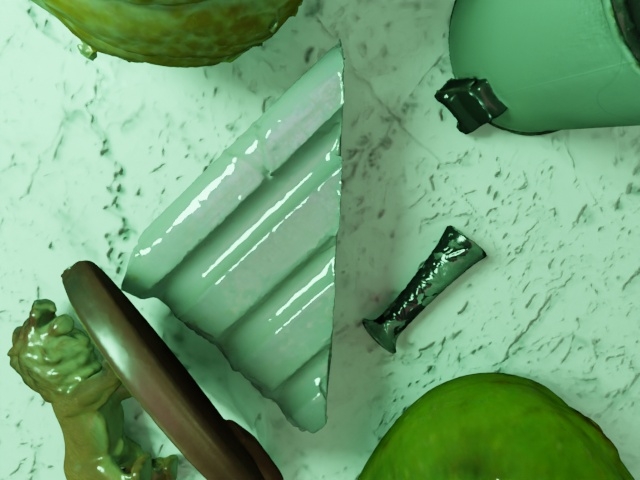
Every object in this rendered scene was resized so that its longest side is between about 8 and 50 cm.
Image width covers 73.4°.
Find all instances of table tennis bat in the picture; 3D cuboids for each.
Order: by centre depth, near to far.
[{"bbox_3d":[-0.128,0.181,0.457,0.051,0.268,0.414,-38,133,-21],"label":"table tennis bat"}]

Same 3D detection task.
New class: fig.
[{"bbox_3d":[0.174,0.299,0.489,0.326,0.258,0.258,-34,102,18],"label":"fig"}]

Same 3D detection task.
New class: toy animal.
[{"bbox_3d":[-0.282,0.216,0.536,0.157,0.097,0.312,-5,105,9],"label":"toy animal"}]

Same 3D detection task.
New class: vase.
[{"bbox_3d":[0.125,0.061,0.528,0.059,0.059,0.167,39,98,-10],"label":"vase"}]

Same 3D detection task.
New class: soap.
[{"bbox_3d":[0.000,0.000,0.455,0.302,0.159,0.258,-43,97,9],"label":"soap"}]

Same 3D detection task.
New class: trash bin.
[{"bbox_3d":[0.259,-0.206,0.369,0.277,0.262,0.217,-43,101,7],"label":"trash bin"}]

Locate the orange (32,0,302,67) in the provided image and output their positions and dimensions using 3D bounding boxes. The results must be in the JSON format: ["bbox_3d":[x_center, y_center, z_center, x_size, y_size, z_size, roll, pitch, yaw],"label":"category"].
[{"bbox_3d":[-0.141,-0.283,0.302,0.329,0.329,0.249,45,81,-11],"label":"orange"}]
